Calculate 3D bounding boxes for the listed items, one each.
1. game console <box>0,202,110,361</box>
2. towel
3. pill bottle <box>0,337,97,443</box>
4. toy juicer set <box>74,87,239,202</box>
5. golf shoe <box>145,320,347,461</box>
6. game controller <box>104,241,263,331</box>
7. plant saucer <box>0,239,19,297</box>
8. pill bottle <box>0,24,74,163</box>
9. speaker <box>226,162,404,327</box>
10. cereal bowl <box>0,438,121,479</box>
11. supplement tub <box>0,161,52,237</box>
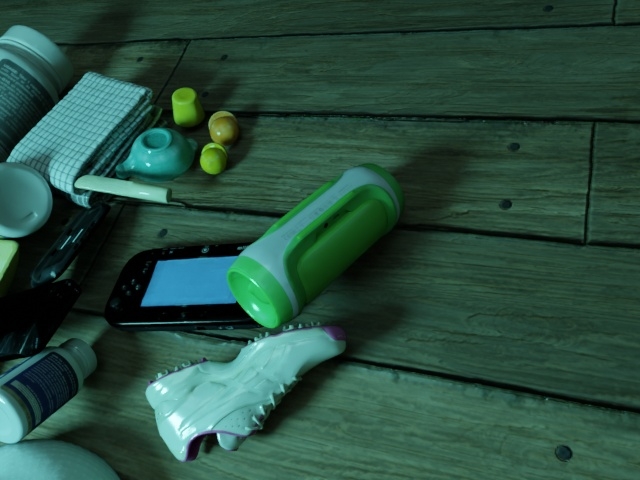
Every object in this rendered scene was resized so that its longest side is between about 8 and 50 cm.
[{"bbox_3d":[-0.477,0.061,1.003,0.213,0.044,0.362,-13,39,30],"label":"game console"},{"bbox_3d":[-0.493,-0.218,1.213,0.234,0.121,0.284,20,67,30],"label":"towel"},{"bbox_3d":[-0.432,0.223,0.869,0.094,0.094,0.169,5,22,20],"label":"pill bottle"},{"bbox_3d":[-0.295,-0.159,1.134,0.209,0.090,0.329,27,60,17],"label":"toy juicer set"},{"bbox_3d":[-0.095,0.217,0.811,0.306,0.115,0.140,-22,69,5],"label":"golf shoe"},{"bbox_3d":[-0.208,0.076,0.953,0.318,0.067,0.167,-3,56,15],"label":"game controller"},{"bbox_3d":[-0.751,0.152,1.057,0.332,0.081,0.333,3,59,14],"label":"plant saucer"},{"bbox_3d":[-0.746,-0.311,1.299,0.204,0.204,0.361,11,61,24],"label":"pill bottle"},{"bbox_3d":[0.000,0.000,0.864,0.131,0.131,0.296,29,55,31],"label":"speaker"},{"bbox_3d":[-0.435,0.428,0.744,0.338,0.141,0.339,-9,56,13],"label":"cereal bowl"},{"bbox_3d":[-0.646,-0.073,1.121,0.199,0.144,0.145,-5,53,40],"label":"supplement tub"}]
